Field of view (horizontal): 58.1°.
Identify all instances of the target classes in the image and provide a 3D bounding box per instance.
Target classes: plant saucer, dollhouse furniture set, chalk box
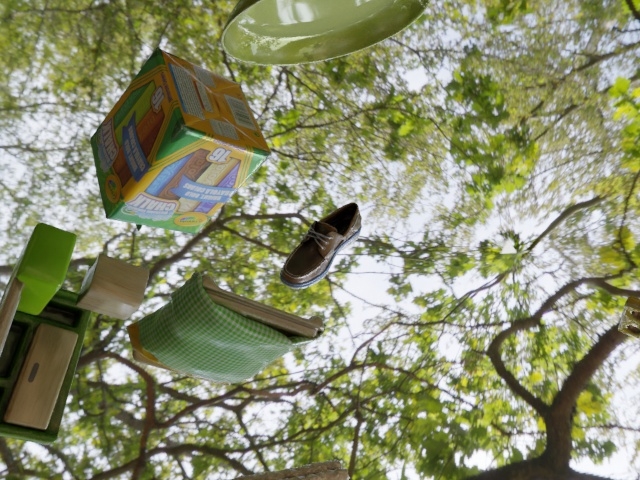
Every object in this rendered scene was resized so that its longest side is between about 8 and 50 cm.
[{"bbox_3d":[0.003,-0.259,0.650,0.241,0.241,0.037,-12,-90,18],"label":"plant saucer"},{"bbox_3d":[-0.172,0.130,0.578,0.198,0.302,0.151,-32,-137,48],"label":"dollhouse furniture set"},{"bbox_3d":[-0.258,-0.134,0.966,0.289,0.179,0.180,-41,-122,28],"label":"chalk box"}]

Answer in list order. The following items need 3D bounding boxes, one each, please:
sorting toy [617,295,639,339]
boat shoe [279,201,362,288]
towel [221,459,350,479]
[{"bbox_3d":[0.266,0.049,0.326,0.132,0.274,0.046,35,-110,11],"label":"sorting toy"},{"bbox_3d":[0.000,0.000,0.892,0.066,0.183,0.066,27,-40,21],"label":"boat shoe"},{"bbox_3d":[-0.091,0.405,0.774,0.283,0.049,0.186,-2,-85,-17],"label":"towel"}]
